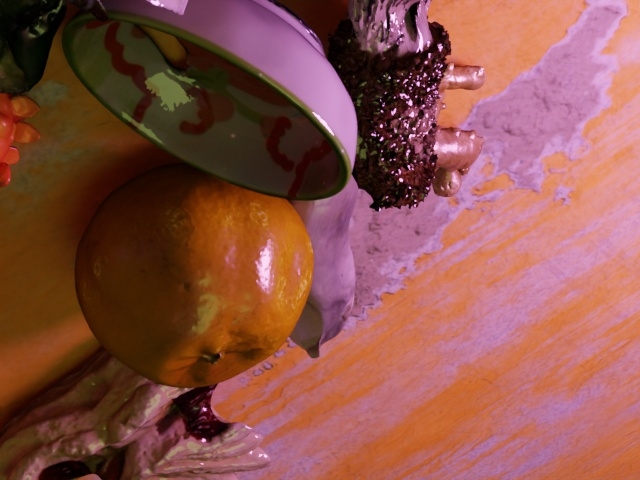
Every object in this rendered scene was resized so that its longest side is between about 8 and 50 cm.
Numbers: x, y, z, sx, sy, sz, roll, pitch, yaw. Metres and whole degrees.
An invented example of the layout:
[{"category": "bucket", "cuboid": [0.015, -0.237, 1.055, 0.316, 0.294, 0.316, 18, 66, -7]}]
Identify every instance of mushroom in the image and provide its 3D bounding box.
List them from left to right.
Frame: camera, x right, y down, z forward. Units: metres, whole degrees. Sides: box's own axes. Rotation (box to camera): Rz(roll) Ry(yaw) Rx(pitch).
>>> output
[{"category": "mushroom", "cuboid": [-0.002, 0.000, 1.793, 0.109, 0.097, 0.351, -25, 141, -30]}]

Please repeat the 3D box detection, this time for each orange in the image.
[{"category": "orange", "cuboid": [-0.146, 0.043, 1.664, 0.279, 0.235, 0.279, -10, 143, -8]}]

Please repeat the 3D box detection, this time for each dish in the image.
[{"category": "dish", "cuboid": [-0.093, -0.178, 1.463, 0.124, 0.324, 0.324, -63, 143, -19]}]

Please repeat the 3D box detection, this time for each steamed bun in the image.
[{"category": "steamed bun", "cuboid": [-0.221, 0.261, 1.910, 0.428, 0.189, 0.247, -33, 147, 9]}]

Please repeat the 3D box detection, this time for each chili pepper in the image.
[{"category": "chili pepper", "cuboid": [-0.387, -0.213, 1.362, 0.265, 0.116, 0.148, -3, 141, -22]}]

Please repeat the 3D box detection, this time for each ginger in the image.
[{"category": "ginger", "cuboid": [0.142, -0.141, 1.754, 0.176, 0.052, 0.193, 6, 123, -32]}]

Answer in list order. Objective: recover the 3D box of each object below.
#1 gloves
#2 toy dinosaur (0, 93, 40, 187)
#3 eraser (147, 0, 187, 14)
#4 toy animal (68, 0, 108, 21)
[{"category": "gloves", "cuboid": [0.074, -0.177, 1.572, 0.135, 0.210, 0.312, 5, 114, 3]}, {"category": "toy dinosaur", "cuboid": [-0.356, -0.120, 1.504, 0.117, 0.070, 0.288, 15, 114, -24]}, {"category": "eraser", "cuboid": [-0.125, -0.403, 1.175, 0.213, 0.082, 0.397, 12, 105, -56]}, {"category": "toy animal", "cuboid": [-0.273, -0.268, 1.300, 0.202, 0.105, 0.070, 36, 76, -8]}]
